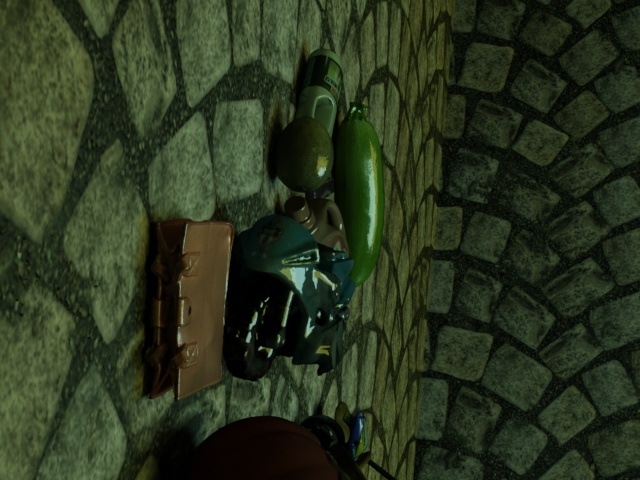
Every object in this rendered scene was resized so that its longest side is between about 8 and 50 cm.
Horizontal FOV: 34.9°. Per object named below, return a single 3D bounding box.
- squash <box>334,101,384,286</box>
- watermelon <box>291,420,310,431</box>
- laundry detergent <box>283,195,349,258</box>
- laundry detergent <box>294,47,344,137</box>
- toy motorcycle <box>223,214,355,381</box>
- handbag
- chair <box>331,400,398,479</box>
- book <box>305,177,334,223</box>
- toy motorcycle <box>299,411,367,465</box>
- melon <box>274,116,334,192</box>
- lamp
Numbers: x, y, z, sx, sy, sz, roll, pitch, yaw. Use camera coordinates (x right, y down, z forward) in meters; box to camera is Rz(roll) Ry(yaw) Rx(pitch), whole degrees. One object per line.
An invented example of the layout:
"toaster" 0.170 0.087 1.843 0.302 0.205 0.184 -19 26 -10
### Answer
"squash" 0.080 -0.089 2.113 0.107 0.107 0.395 -36 127 -73
"watermelon" -0.047 0.394 1.582 0.256 0.176 0.260 -62 136 -62
"laundry detergent" -0.009 -0.008 1.801 0.237 0.076 0.171 76 31 -44
"laundry detergent" -0.009 -0.223 1.789 0.099 0.070 0.225 87 13 -59
"toy motorcycle" -0.031 0.075 1.544 0.416 0.172 0.232 -5 105 -68
"handbag" -0.160 0.081 1.250 0.157 0.059 0.212 -8 101 -77
"chair" 0.058 0.474 2.066 0.247 0.172 0.159 50 15 4
"book" 0.001 0.000 1.972 0.157 0.026 0.231 -37 130 -73
"toy motorcycle" 0.035 0.468 1.920 0.113 0.169 0.315 -47 139 -68
"melon" -0.027 -0.141 1.670 0.098 0.098 0.130 65 23 -63
"lamp" -0.057 0.373 1.307 0.303 0.257 0.303 56 -17 26
